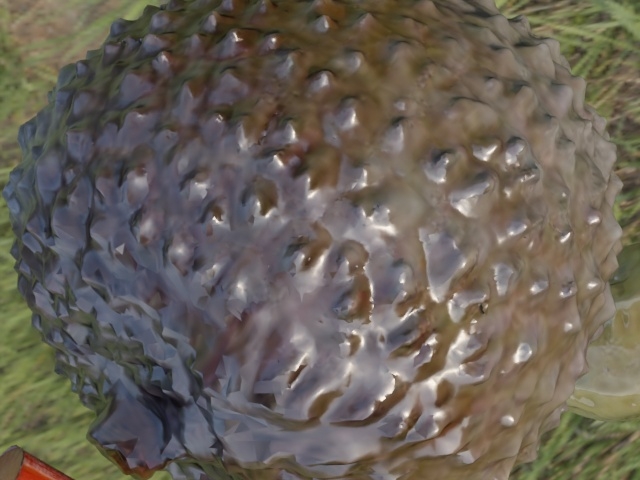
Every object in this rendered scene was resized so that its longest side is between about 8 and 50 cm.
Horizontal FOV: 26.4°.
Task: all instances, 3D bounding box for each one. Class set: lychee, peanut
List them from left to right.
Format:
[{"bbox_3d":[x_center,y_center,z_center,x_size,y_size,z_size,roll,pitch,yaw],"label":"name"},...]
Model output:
[{"bbox_3d":[-0.006,-0.001,0.650,0.300,0.300,0.300,13,111,37],"label":"lychee"},{"bbox_3d":[0.273,0.055,0.924,0.290,0.130,0.130,-9,97,32],"label":"peanut"}]

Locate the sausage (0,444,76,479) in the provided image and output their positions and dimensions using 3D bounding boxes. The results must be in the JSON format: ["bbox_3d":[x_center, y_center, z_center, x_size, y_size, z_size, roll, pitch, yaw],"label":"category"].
[{"bbox_3d":[-0.094,0.138,0.621,0.129,0.034,0.034,37,137,-26],"label":"sausage"}]
